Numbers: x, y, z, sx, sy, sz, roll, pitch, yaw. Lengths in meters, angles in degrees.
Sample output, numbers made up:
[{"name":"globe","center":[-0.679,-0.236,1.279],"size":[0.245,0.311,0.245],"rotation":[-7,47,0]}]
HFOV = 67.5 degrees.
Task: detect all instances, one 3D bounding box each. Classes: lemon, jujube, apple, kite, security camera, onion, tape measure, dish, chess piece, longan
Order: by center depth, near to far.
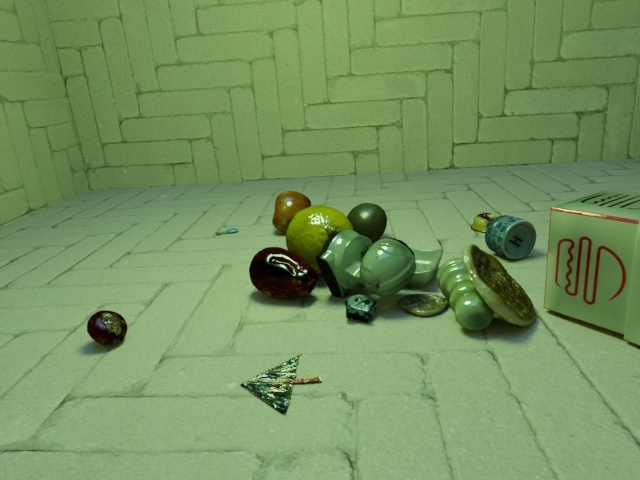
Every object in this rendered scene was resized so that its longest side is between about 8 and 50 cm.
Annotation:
[{"name":"kite","center":[-0.090,0.321,1.104],"size":[0.189,0.009,0.232],"rotation":[-3,18,4]},{"name":"chess piece","center":[0.406,0.155,1.322],"size":[0.133,0.133,0.243],"rotation":[-3,24,4]},{"name":"onion","center":[-0.592,0.244,1.331],"size":[0.107,0.097,0.107],"rotation":[32,19,-13]},{"name":"tape measure","center":[0.113,0.193,1.372],"size":[0.091,0.054,0.094],"rotation":[7,23,14]},{"name":"security camera","center":[0.153,0.072,1.450],"size":[0.277,0.196,0.191],"rotation":[9,41,45]},{"name":"jujube","center":[-0.116,0.105,1.532],"size":[0.237,0.167,0.168],"rotation":[12,24,36]},{"name":"dish","center":[0.317,0.090,1.599],"size":[0.152,0.077,0.212],"rotation":[6,21,23]},{"name":"lemon","center":[-0.001,-0.001,1.670],"size":[0.268,0.267,0.267],"rotation":[-4,18,1]},{"name":"longan","center":[0.181,-0.061,1.977],"size":[0.185,0.159,0.204],"rotation":[-7,49,52]},{"name":"apple","center":[-0.127,-0.129,2.188],"size":[0.196,0.195,0.196],"rotation":[-4,18,1]}]

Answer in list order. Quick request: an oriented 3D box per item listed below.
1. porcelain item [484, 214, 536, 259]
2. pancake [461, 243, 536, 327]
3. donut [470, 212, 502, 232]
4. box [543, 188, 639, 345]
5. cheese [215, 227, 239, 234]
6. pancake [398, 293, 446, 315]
[{"name":"porcelain item","center":[0.677,-0.013,1.715],"size":[0.147,0.147,0.114],"rotation":[-11,17,-18]},{"name":"pancake","center":[0.484,0.119,1.310],"size":[0.283,0.049,0.282],"rotation":[30,31,-21]},{"name":"donut","center":[0.713,-0.076,2.040],"size":[0.141,0.059,0.140],"rotation":[-3,22,1]},{"name":"box","center":[0.804,0.050,1.240],"size":[0.315,0.311,0.300],"rotation":[-15,19,-31]},{"name":"cheese","center":[-0.440,-0.043,2.265],"size":[0.111,0.017,0.047],"rotation":[-10,16,-16]},{"name":"pancake","center":[0.299,0.184,1.404],"size":[0.140,0.022,0.139],"rotation":[-3,19,1]}]
